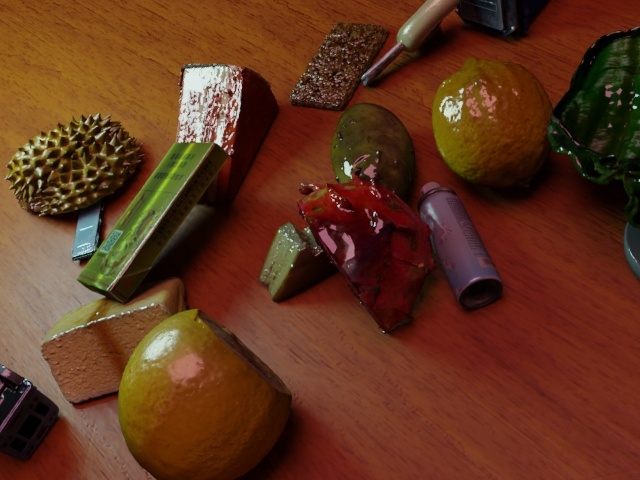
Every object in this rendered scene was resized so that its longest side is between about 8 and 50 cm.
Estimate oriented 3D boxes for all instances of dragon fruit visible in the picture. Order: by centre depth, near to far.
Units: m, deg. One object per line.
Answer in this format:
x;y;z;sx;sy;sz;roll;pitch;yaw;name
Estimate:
0.083;-0.012;1.333;0.161;0.126;0.274;-33;80;-5;dragon fruit

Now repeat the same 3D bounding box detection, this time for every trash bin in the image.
0.367;-0.519;1.666;0.162;0.184;0.234;31;64;35;trash bin

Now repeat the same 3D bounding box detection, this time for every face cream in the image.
0.209;-0.002;1.386;0.075;0.075;0.229;-22;48;4;face cream

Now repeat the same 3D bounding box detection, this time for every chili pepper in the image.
0.456;-0.162;1.328;0.213;0.167;0.385;-4;39;22;chili pepper

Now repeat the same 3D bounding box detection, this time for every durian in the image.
-0.474;-0.138;1.740;0.186;0.153;0.260;40;79;23;durian

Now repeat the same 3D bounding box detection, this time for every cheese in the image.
0.166;-0.381;1.691;0.235;0.127;0.050;-44;89;-1;cheese

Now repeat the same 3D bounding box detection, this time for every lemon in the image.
-0.175;0.234;1.253;0.219;0.240;0.240;-50;51;-2;lemon
0.276;-0.185;1.422;0.192;0.192;0.231;-22;81;5;lemon

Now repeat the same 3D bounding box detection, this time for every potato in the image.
0.089;-0.142;1.507;0.149;0.113;0.251;11;38;-14;potato

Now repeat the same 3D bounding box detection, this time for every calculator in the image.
-0.443;-0.032;1.710;0.057;0.018;0.172;-15;48;9;calculator

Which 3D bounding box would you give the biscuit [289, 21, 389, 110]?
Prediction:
0.037;-0.351;1.763;0.131;0.025;0.230;12;60;29;biscuit

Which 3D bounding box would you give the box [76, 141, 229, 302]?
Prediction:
-0.292;-0.038;1.541;0.173;0.043;0.311;8;61;57;box

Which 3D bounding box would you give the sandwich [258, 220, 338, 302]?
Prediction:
0.000;0.000;1.459;0.244;0.088;0.090;-31;45;-3;sandwich

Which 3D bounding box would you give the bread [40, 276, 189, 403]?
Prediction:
-0.324;0.159;1.508;0.240;0.135;0.178;-18;16;9;bread

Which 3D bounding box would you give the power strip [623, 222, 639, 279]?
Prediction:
0.522;-0.019;1.291;0.137;0.044;0.216;25;67;36;power strip

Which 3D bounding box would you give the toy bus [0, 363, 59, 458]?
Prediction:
-0.579;0.248;1.472;0.292;0.133;0.125;20;68;30;toy bus

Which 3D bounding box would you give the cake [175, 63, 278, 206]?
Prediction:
-0.187;-0.196;1.717;0.158;0.160;0.262;8;92;27;cake
